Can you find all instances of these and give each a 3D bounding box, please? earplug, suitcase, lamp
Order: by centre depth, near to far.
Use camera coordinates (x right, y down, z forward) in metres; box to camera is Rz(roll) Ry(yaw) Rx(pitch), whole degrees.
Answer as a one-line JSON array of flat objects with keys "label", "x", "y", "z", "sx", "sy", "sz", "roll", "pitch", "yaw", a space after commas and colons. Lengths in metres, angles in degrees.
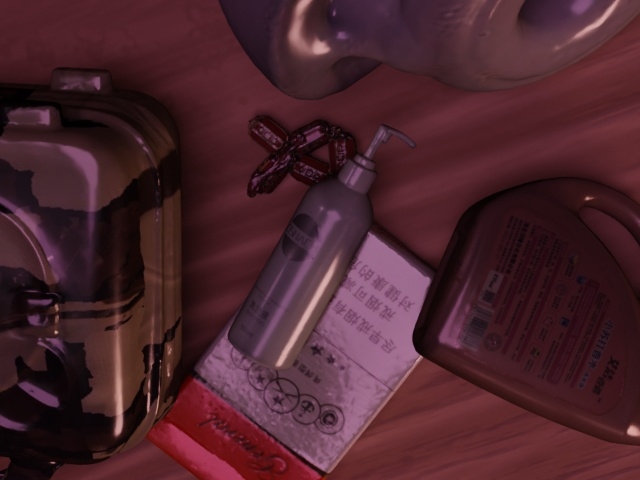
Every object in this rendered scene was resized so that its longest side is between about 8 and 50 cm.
[{"label": "earplug", "x": 0.084, "y": -0.194, "z": 1.054, "sx": 0.326, "sy": 0.214, "sz": 0.175, "roll": -4, "pitch": 65, "yaw": 12}, {"label": "suitcase", "x": -0.274, "y": 0.041, "z": 1.163, "sx": 0.352, "sy": 0.194, "sz": 0.339, "roll": 4, "pitch": 109, "yaw": 11}, {"label": "lamp", "x": -0.013, "y": -0.061, "z": 1.174, "sx": 0.083, "sy": 0.031, "sz": 0.063, "roll": 2, "pitch": 103, "yaw": 6}]

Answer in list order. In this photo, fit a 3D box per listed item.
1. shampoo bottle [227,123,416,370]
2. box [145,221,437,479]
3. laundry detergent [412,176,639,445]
[{"label": "shampoo bottle", "x": 0.000, "y": 0.000, "z": 1.137, "sx": 0.056, "sy": 0.056, "sz": 0.195, "roll": 29, "pitch": 103, "yaw": 3}, {"label": "box", "x": -0.013, "y": 0.096, "z": 1.203, "sx": 0.139, "sy": 0.035, "sz": 0.245, "roll": 36, "pitch": 106, "yaw": 1}, {"label": "laundry detergent", "x": 0.202, "y": 0.052, "z": 1.130, "sx": 0.237, "sy": 0.076, "sz": 0.171, "roll": 23, "pitch": 85, "yaw": -6}]
